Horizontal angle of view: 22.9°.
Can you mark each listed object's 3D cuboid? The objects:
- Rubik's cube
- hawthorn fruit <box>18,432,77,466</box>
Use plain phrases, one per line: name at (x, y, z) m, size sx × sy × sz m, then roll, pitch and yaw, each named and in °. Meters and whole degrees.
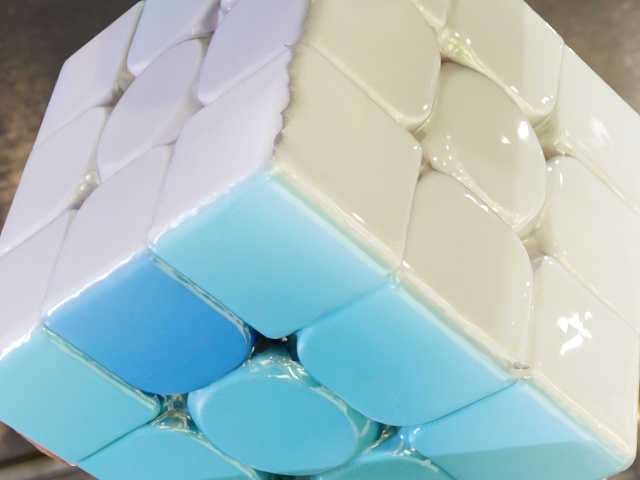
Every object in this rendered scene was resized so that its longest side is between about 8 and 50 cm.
Rubik's cube at (0.000, 0.000, 0.967) m, size 0.291 × 0.291 × 0.290 m, roll 38°, pitch 132°, yaw -26°
hawthorn fruit at (-0.198, 0.088, 1.333) m, size 0.205 × 0.205 × 0.253 m, roll -12°, pitch -169°, yaw -36°
